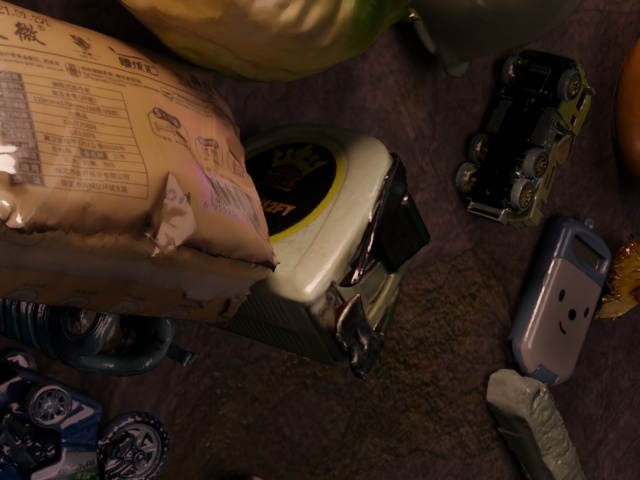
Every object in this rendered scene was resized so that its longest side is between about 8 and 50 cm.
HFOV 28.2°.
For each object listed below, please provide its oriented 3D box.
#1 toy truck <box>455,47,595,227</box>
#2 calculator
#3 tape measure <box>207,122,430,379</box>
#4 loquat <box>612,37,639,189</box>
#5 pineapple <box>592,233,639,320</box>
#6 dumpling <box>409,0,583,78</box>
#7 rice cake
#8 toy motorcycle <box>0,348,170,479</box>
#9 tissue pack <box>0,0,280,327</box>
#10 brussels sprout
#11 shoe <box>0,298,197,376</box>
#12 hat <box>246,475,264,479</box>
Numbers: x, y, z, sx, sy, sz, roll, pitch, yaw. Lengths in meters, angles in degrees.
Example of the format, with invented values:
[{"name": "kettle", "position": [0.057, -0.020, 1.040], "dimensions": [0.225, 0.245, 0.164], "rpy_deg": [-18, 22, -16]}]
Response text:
[{"name": "toy truck", "position": [0.228, -0.100, 1.373], "dimensions": [0.116, 0.085, 0.191], "rpy_deg": [34, 77, -54]}, {"name": "calculator", "position": [0.282, 0.068, 1.497], "dimensions": [0.121, 0.039, 0.210], "rpy_deg": [35, 73, -45]}, {"name": "tape measure", "position": [0.000, 0.000, 1.052], "dimensions": [0.207, 0.235, 0.115], "rpy_deg": [-48, 131, -27]}, {"name": "loquat", "position": [0.471, -0.153, 1.511], "dimensions": [0.263, 0.263, 0.263], "rpy_deg": [-12, 107, -44]}, {"name": "pineapple", "position": [0.379, 0.059, 1.569], "dimensions": [0.114, 0.077, 0.114], "rpy_deg": [-54, 162, 8]}, {"name": "dumpling", "position": [0.158, -0.322, 1.152], "dimensions": [0.212, 0.320, 0.270], "rpy_deg": [12, 69, -31]}, {"name": "rice cake", "position": [0.277, 0.277, 1.516], "dimensions": [0.063, 0.066, 0.336], "rpy_deg": [-46, 127, -28]}, {"name": "toy motorcycle", "position": [-0.232, 0.160, 0.959], "dimensions": [0.254, 0.092, 0.135], "rpy_deg": [30, 86, -36]}, {"name": "tissue pack", "position": [-0.162, -0.057, 0.906], "dimensions": [0.256, 0.123, 0.215], "rpy_deg": [14, 46, -48]}, {"name": "brussels sprout", "position": [-0.035, -0.256, 0.973], "dimensions": [0.294, 0.227, 0.259], "rpy_deg": [-39, 121, -44]}, {"name": "shoe", "position": [-0.189, 0.048, 0.965], "dimensions": [0.207, 0.106, 0.091], "rpy_deg": [28, 77, -40]}, {"name": "hat", "position": [-0.034, 0.319, 1.154], "dimensions": [0.126, 0.203, 0.203], "rpy_deg": [-45, 130, -5]}]
